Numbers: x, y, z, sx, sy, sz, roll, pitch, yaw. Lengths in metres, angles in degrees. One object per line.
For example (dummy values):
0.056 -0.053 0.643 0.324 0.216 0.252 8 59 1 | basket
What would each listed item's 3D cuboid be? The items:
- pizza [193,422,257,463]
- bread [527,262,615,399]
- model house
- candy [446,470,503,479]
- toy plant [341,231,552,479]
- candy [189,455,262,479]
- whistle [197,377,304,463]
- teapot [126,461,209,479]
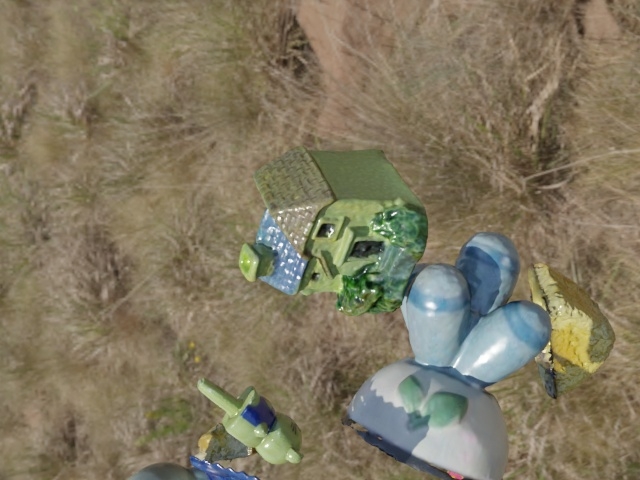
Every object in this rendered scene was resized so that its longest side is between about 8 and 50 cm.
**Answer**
-0.186 0.467 1.856 0.223 0.323 0.089 -15 83 10 | pizza
0.522 0.178 1.651 0.204 0.163 0.262 -97 -3 -58 | bread
0.000 0.000 1.015 0.195 0.189 0.214 -114 37 -45 | model house
0.324 0.498 1.462 0.365 0.124 0.124 -141 49 -87 | candy
0.191 0.146 1.058 0.247 0.247 0.332 19 85 47 | toy plant
-0.025 0.384 0.966 0.187 0.077 0.331 5 133 36 | candy
-0.115 0.304 1.313 0.085 0.227 0.105 -51 12 -7 | whistle
-0.340 0.571 1.637 0.129 0.294 0.193 36 153 47 | teapot
